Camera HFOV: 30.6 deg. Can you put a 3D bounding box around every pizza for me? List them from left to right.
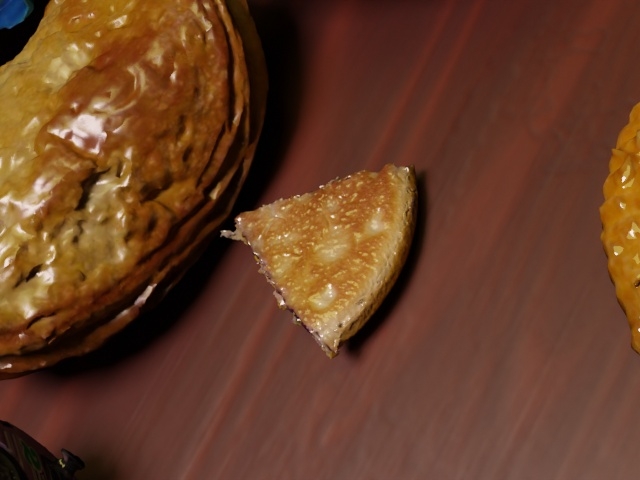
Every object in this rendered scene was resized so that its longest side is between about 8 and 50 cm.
[{"bbox_3d":[0.015,0.000,0.593,0.099,0.029,0.100,-39,57,-5],"label":"pizza"}]

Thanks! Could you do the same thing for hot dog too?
[{"bbox_3d":[-0.134,-0.040,0.637,0.175,0.114,0.259,31,73,40],"label":"hot dog"}]

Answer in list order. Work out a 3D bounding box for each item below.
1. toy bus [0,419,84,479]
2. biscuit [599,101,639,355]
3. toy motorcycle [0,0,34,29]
[{"bbox_3d":[-0.143,0.185,0.528,0.096,0.108,0.198,-30,57,11],"label":"toy bus"},{"bbox_3d":[0.238,-0.013,0.477,0.254,0.035,0.253,-11,62,22],"label":"biscuit"},{"bbox_3d":[-0.276,-0.152,0.676,0.326,0.191,0.200,-41,55,-7],"label":"toy motorcycle"}]
